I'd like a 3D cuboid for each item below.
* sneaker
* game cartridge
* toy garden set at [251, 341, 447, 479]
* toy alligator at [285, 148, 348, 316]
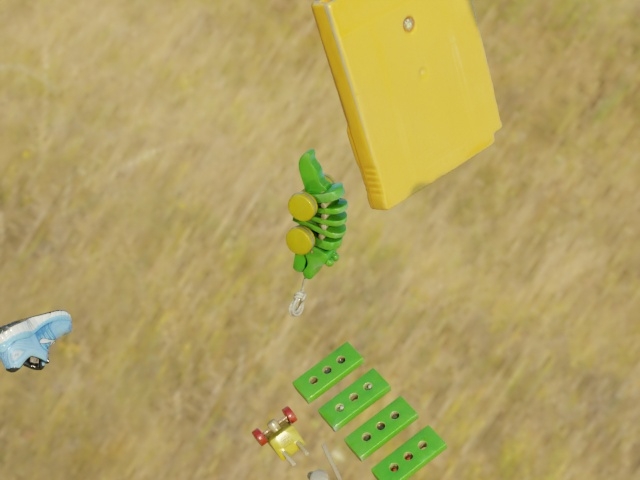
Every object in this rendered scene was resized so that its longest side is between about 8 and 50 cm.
[{"bbox_3d":[-0.391,0.140,1.978,0.162,0.063,0.073,-22,96,-63],"label":"sneaker"},{"bbox_3d":[0.136,-0.248,2.167,0.285,0.323,0.053,-32,26,-35],"label":"game cartridge"},{"bbox_3d":[0.036,0.294,2.154,0.244,0.204,0.049,45,-15,37],"label":"toy garden set"},{"bbox_3d":[0.000,0.000,1.441,0.051,0.189,0.056,17,32,22],"label":"toy alligator"}]
